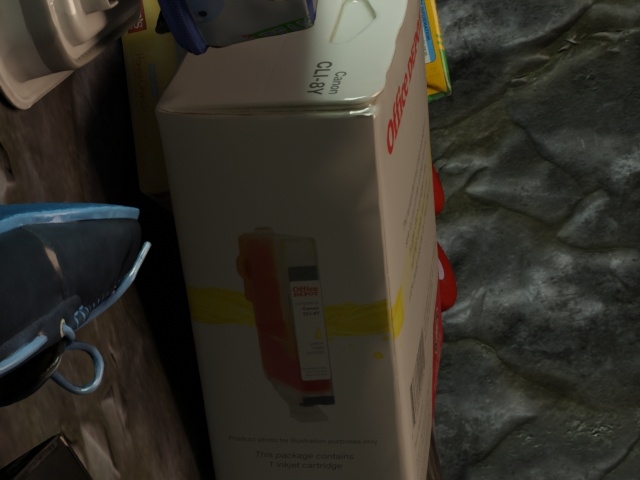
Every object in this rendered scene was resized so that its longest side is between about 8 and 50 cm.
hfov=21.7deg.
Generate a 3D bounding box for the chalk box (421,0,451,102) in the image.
[{"bbox_3d":[-0.015,-0.218,1.576,0.289,0.179,0.180,-132,-153,-70],"label":"chalk box"}]

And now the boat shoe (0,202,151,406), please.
[{"bbox_3d":[-0.157,0.033,0.731,0.258,0.109,0.089,-20,106,-66],"label":"boat shoe"}]

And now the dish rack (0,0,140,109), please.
[{"bbox_3d":[-0.177,-0.266,1.040,0.285,0.072,0.333,-71,148,-73],"label":"dish rack"}]

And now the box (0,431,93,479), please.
[{"bbox_3d":[-0.108,0.196,0.763,0.184,0.045,0.191,60,10,-4],"label":"box"}]

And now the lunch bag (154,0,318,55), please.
[{"bbox_3d":[-0.081,-0.276,1.076,0.243,0.114,0.303,-92,167,-61],"label":"lunch bag"}]

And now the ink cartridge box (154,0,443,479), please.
[{"bbox_3d":[0.000,0.000,1.301,0.279,0.160,0.385,-74,162,-57],"label":"ink cartridge box"}]

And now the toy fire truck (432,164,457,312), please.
[{"bbox_3d":[-0.001,-0.023,1.722,0.254,0.169,0.302,38,34,-40],"label":"toy fire truck"}]

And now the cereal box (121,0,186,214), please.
[{"bbox_3d":[-0.106,-0.100,1.370,0.240,0.047,0.173,46,35,-75],"label":"cereal box"}]
